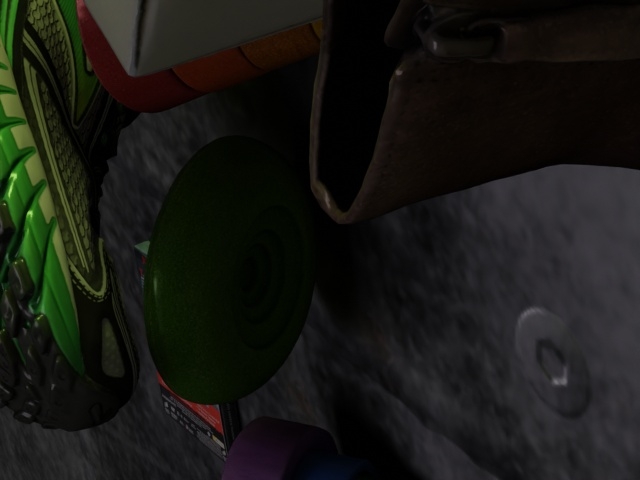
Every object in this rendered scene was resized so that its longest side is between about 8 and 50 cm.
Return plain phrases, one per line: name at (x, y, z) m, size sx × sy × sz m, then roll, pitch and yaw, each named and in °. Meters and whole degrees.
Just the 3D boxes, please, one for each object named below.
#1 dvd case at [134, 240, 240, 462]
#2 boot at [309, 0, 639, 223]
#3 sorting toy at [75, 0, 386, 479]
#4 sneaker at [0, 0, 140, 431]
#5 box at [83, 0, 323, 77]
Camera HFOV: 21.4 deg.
dvd case at (-0.079, 0.068, 1.017) m, size 0.087 × 0.013 × 0.119 m, roll 29°, pitch 135°, yaw 52°
boot at (0.082, -0.044, 0.404) m, size 0.090 × 0.207 × 0.248 m, roll 50°, pitch 148°, yaw 34°
sorting toy at (0.000, 0.000, 0.755) m, size 0.126 × 0.127 × 0.365 m, roll 8°, pitch 124°, yaw 27°
sneaker at (-0.127, -0.074, 0.808) m, size 0.134 × 0.146 × 0.343 m, roll 129°, pitch 135°, yaw -53°
box at (-0.051, -0.198, 0.611) m, size 0.232 × 0.148 × 0.127 m, roll 58°, pitch 152°, yaw 21°
